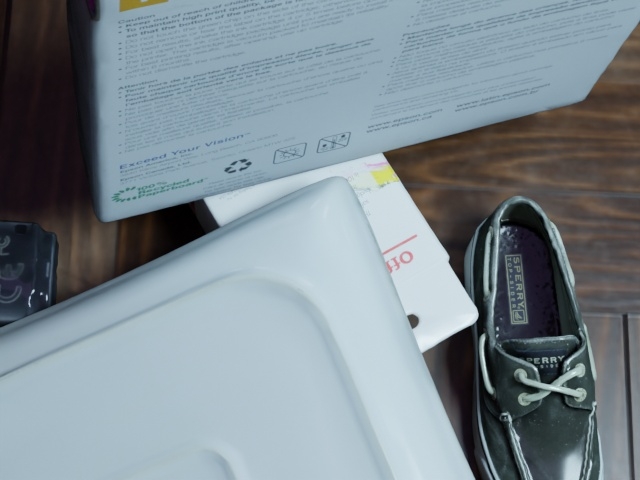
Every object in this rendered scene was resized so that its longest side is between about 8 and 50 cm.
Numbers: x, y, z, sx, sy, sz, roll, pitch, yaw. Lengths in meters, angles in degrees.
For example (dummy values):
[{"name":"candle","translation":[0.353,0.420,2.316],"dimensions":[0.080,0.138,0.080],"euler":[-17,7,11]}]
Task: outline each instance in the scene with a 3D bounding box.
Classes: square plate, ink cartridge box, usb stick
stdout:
[{"name":"square plate","translation":[-0.077,0.179,0.851],"dimensions":[0.344,0.049,0.347],"euler":[-24,77,2]},{"name":"ink cartridge box","translation":[0.031,-0.130,0.784],"dimensions":[0.324,0.330,0.071],"euler":[-14,72,-13]},{"name":"usb stick","translation":[-0.304,0.020,0.930],"dimensions":[0.278,0.045,0.077],"euler":[2,68,-3]},{"name":"ink cartridge box","translation":[0.000,0.000,0.947],"dimensions":[0.115,0.067,0.198],"euler":[-28,75,-12]}]

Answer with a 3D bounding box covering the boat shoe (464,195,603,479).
[{"name":"boat shoe","translation":[0.130,0.081,0.928],"dimensions":[0.077,0.070,0.219],"euler":[-8,73,-7]}]
